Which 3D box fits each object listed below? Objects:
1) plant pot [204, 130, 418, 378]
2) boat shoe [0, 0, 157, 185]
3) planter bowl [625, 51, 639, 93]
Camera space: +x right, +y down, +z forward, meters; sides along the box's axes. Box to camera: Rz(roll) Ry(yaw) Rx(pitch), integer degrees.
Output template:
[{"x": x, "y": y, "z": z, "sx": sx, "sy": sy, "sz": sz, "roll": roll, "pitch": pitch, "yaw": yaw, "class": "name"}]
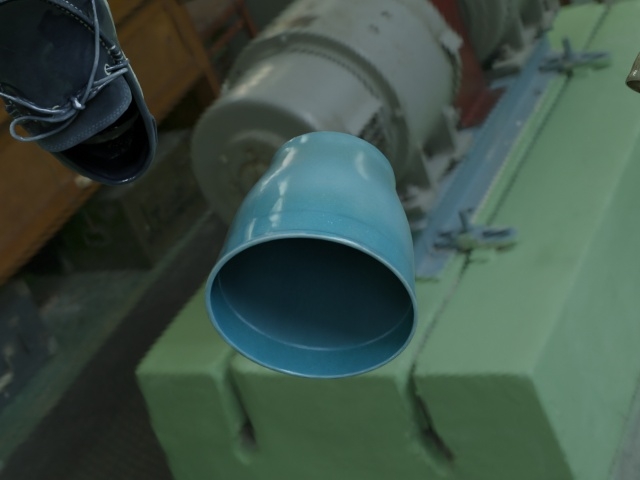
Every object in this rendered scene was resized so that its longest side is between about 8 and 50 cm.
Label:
[{"x": 0.000, "y": 0.000, "z": 1.631, "sx": 0.271, "sy": 0.272, "sz": 0.255, "roll": -11, "pitch": 42, "yaw": 19, "class": "plant pot"}, {"x": -0.328, "y": -0.210, "z": 1.586, "sx": 0.186, "sy": 0.500, "sz": 0.156, "roll": -27, "pitch": 69, "yaw": 0, "class": "boat shoe"}, {"x": 0.529, "y": -0.255, "z": 1.751, "sx": 0.162, "sy": 0.109, "sz": 0.162, "roll": 16, "pitch": 1, "yaw": 0, "class": "planter bowl"}]
